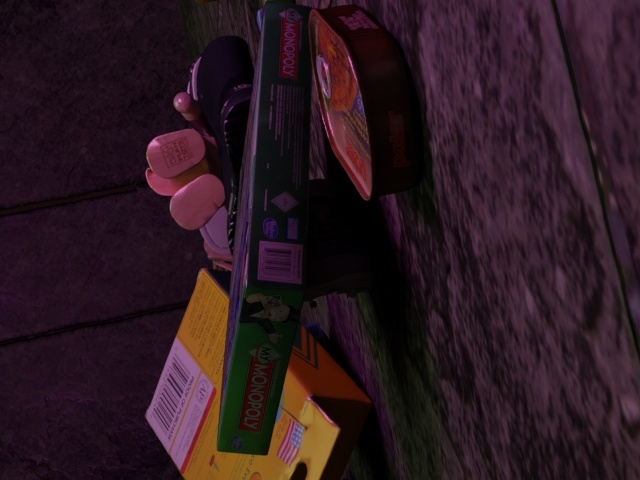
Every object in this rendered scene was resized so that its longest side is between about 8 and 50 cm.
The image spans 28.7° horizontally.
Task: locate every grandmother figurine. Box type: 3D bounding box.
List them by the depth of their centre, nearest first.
[{"bbox_3d":[-0.145,-0.100,1.672,0.342,0.104,0.208,-27,-79,-82],"label":"grandmother figurine"}]

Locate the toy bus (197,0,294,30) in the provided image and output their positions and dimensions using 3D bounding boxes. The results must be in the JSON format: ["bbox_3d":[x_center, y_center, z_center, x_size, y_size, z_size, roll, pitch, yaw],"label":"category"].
[{"bbox_3d":[-0.099,-0.306,1.213,0.191,0.104,0.202,-112,12,-54],"label":"toy bus"}]

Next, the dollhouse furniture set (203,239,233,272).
[{"bbox_3d":[-0.140,0.101,2.023,0.182,0.101,0.161,88,-170,-53],"label":"dollhouse furniture set"}]

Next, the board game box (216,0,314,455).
[{"bbox_3d":[-0.044,-0.015,1.032,0.214,0.046,0.317,102,172,-48],"label":"board game box"}]

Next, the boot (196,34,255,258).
[{"bbox_3d":[-0.081,-0.097,1.462,0.207,0.094,0.247,-113,13,-60],"label":"boot"}]

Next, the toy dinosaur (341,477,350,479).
[{"bbox_3d":[-0.012,0.358,1.565,0.160,0.121,0.314,58,167,32],"label":"toy dinosaur"}]

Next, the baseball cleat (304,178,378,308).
[{"bbox_3d":[0.000,0.000,1.056,0.206,0.072,0.110,158,103,-81],"label":"baseball cleat"}]

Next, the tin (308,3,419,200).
[{"bbox_3d":[0.027,-0.094,0.830,0.190,0.040,0.106,-116,20,-65],"label":"tin"}]

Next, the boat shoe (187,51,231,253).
[{"bbox_3d":[-0.145,-0.133,1.885,0.091,0.114,0.303,-151,62,-77],"label":"boat shoe"}]

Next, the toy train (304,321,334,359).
[{"bbox_3d":[-0.024,0.183,1.410,0.080,0.105,0.184,73,-179,-53],"label":"toy train"}]

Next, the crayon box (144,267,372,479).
[{"bbox_3d":[-0.062,0.191,1.286,0.318,0.081,0.202,45,118,51],"label":"crayon box"}]
